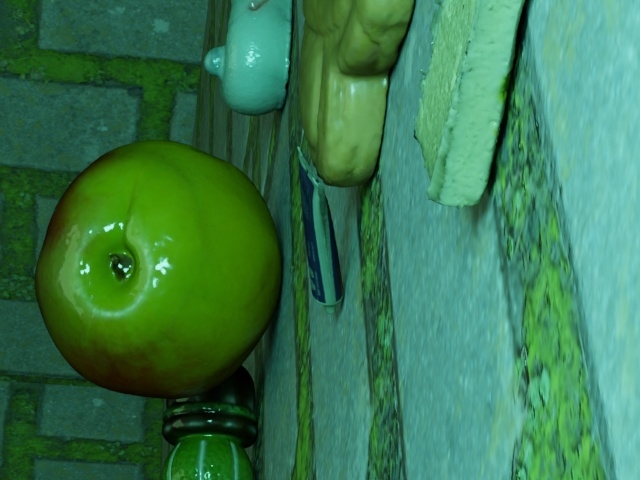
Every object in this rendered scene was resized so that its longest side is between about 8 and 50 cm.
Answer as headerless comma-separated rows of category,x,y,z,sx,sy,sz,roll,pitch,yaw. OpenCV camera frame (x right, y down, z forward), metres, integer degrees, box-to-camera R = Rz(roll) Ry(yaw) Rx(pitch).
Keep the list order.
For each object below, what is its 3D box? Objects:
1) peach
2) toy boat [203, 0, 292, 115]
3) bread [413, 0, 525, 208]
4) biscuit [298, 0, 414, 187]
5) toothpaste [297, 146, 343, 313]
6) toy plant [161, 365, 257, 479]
peach,-0.138,0.025,1.665,0.231,0.231,0.231,-176,90,-83
toy boat,-0.070,-0.198,1.819,0.208,0.078,0.134,-91,11,-52
bread,0.064,-0.091,0.777,0.068,0.028,0.154,-97,14,-58
biscuit,0.024,-0.218,1.137,0.269,0.051,0.376,-111,26,-72
toothpaste,0.000,0.000,1.203,0.140,0.021,0.037,82,164,-48
toy plant,-0.102,0.195,1.776,0.093,0.092,0.162,110,160,-67
